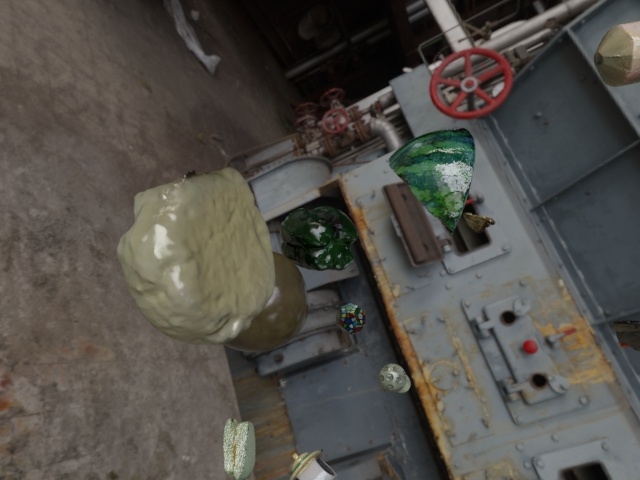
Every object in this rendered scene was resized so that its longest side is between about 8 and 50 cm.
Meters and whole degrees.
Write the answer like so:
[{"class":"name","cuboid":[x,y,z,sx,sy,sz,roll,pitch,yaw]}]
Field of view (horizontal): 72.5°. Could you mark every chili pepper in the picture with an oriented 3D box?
[{"class":"chili pepper","cuboid":[0.000,0.000,1.567,0.257,0.249,0.233,27,-52,55]}]

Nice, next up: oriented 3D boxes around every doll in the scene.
[{"class":"doll","cuboid":[0.027,0.745,1.301,0.208,0.144,0.271,51,-22,-11]}]

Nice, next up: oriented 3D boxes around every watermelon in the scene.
[{"class":"watermelon","cuboid":[0.307,-0.201,1.283,0.292,0.223,0.318,-38,142,-81]}]

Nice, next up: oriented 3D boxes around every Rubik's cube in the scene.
[{"class":"Rubik's cube","cuboid":[0.127,0.329,1.836,0.132,0.133,0.112,67,16,5]}]

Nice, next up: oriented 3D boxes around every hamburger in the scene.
[{"class":"hamburger","cuboid":[-0.162,0.434,0.893,0.084,0.054,0.121,77,5,-50]}]

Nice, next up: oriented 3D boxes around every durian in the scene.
[{"class":"durian","cuboid":[0.438,-0.058,1.196,0.066,0.052,0.130,51,-3,-9]}]

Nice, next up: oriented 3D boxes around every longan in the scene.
[{"class":"longan","cuboid":[-0.216,0.205,1.469,0.360,0.361,0.360,59,15,-27]}]

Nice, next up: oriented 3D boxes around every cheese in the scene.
[{"class":"cheese","cuboid":[-0.199,0.016,0.770,0.318,0.115,0.325,40,41,-54]}]

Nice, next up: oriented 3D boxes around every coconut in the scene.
[{"class":"coconut","cuboid":[0.748,-0.451,1.055,0.147,0.153,0.146,-9,90,-81]}]

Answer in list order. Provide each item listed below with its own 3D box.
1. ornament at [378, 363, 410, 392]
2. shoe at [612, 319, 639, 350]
[{"class":"ornament","cuboid":[0.199,0.379,1.183,0.075,0.081,0.156,39,-5,26]},{"class":"shoe","cuboid":[0.838,0.249,1.123,0.194,0.074,0.077,99,-11,-85]}]
